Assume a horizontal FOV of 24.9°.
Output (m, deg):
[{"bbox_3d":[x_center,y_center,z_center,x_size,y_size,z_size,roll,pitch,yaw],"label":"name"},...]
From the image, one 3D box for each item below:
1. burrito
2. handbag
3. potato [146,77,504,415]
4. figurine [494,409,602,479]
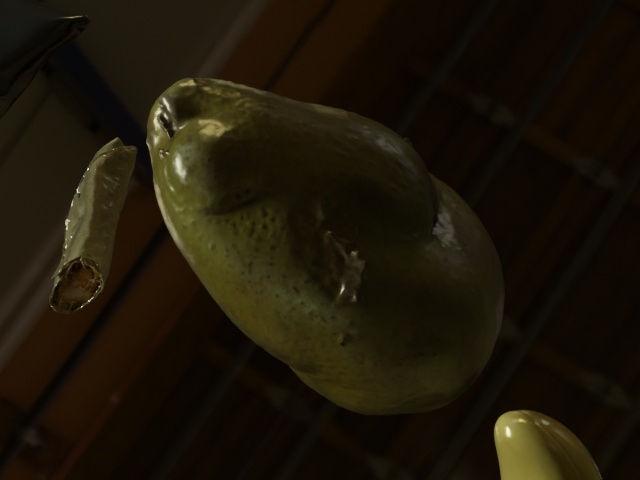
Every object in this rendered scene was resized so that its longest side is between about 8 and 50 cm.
[{"bbox_3d":[-0.272,-0.026,1.741,0.087,0.060,0.226,-30,41,50],"label":"burrito"},{"bbox_3d":[-0.369,-0.180,1.494,0.211,0.254,0.088,-48,-50,-13],"label":"handbag"},{"bbox_3d":[-0.001,0.000,1.177,0.202,0.351,0.218,-31,28,46],"label":"potato"},{"bbox_3d":[0.167,0.312,1.295,0.222,0.124,0.324,-4,-81,-24],"label":"figurine"}]
